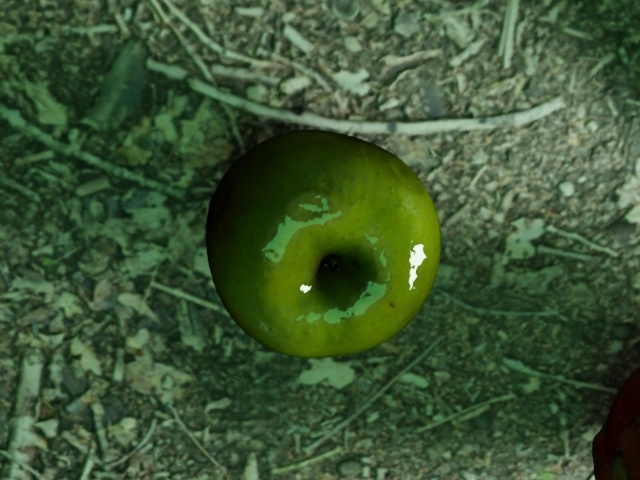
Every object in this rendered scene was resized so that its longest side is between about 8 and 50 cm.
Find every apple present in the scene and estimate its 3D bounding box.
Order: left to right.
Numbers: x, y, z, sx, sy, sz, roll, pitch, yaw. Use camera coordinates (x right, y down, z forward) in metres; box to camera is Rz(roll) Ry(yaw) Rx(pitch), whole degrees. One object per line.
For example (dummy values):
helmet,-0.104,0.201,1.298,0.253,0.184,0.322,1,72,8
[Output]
apple,0.000,0.000,1.434,0.196,0.157,0.196,-2,118,-4

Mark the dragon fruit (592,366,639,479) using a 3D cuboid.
dragon fruit,0.366,0.185,1.522,0.244,0.244,0.299,27,92,-17
